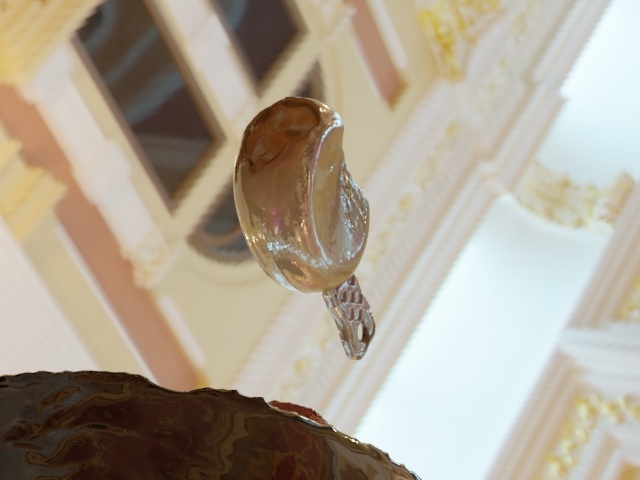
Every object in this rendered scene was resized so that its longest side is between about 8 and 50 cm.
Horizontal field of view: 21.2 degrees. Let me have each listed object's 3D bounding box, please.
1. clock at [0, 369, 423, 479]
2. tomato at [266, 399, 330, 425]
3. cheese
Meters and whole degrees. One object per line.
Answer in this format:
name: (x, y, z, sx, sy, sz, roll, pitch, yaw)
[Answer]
clock: (-0.053, 0.117, 0.471, 0.215, 0.215, 0.042, -13, -137, 18)
tomato: (-0.058, 0.249, 1.613, 0.189, 0.173, 0.099, -24, -155, 2)
cheese: (0.000, 0.000, 1.661, 0.082, 0.286, 0.163, 1, -136, 28)
